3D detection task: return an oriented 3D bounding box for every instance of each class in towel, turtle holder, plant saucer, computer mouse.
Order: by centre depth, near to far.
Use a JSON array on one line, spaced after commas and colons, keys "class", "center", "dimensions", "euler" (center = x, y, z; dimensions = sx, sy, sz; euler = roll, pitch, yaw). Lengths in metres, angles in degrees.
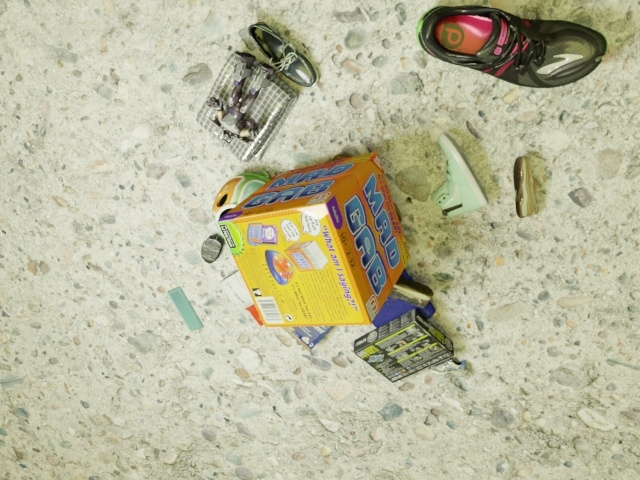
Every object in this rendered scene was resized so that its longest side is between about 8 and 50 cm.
[{"class": "towel", "center": [-0.239, -0.410, 1.606], "dimensions": [0.235, 0.121, 0.284], "euler": [38, 116, 0]}, {"class": "turtle holder", "center": [-0.225, -0.055, 1.680], "dimensions": [0.243, 0.227, 0.321], "euler": [-7, 108, 18]}, {"class": "towel", "center": [0.220, 0.165, 1.730], "dimensions": [0.227, 0.076, 0.308], "euler": [-31, 100, 31]}, {"class": "computer mouse", "center": [-0.368, -0.024, 1.843], "dimensions": [0.071, 0.041, 0.242], "euler": [26, 109, -5]}, {"class": "plant saucer", "center": [-0.533, 0.273, 2.011], "dimensions": [0.067, 0.018, 0.192], "euler": [-22, 102, 22]}]

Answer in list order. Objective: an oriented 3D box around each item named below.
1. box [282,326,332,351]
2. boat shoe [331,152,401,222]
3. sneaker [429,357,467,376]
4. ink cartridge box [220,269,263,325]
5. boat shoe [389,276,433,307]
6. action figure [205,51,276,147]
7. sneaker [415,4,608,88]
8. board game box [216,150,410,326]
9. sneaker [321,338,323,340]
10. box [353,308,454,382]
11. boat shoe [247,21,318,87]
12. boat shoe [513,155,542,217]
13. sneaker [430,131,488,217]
[{"class": "box", "center": [-0.016, 0.274, 1.828], "dimensions": [0.136, 0.036, 0.225], "euler": [41, 101, -1]}, {"class": "boat shoe", "center": [0.145, -0.149, 1.606], "dimensions": [0.307, 0.104, 0.110], "euler": [45, 116, -4]}, {"class": "sneaker", "center": [0.444, 0.435, 1.784], "dimensions": [0.135, 0.052, 0.058], "euler": [1, 101, 8]}, {"class": "ink cartridge box", "center": [-0.230, 0.199, 1.876], "dimensions": [0.189, 0.066, 0.232], "euler": [-31, 95, 24]}, {"class": "boat shoe", "center": [0.243, 0.155, 1.624], "dimensions": [0.223, 0.080, 0.073], "euler": [20, 115, 6]}, {"class": "action figure", "center": [-0.241, -0.398, 1.498], "dimensions": [0.185, 0.099, 0.285], "euler": [28, 117, 1]}, {"class": "sneaker", "center": [0.481, -0.497, 1.323], "dimensions": [0.482, 0.202, 0.185], "euler": [11, 114, 12]}, {"class": "board game box", "center": [0.000, 0.000, 1.472], "dimensions": [0.356, 0.356, 0.357], "euler": [-7, 115, 33]}, {"class": "sneaker", "center": [-0.021, 0.321, 1.871], "dimensions": [0.098, 0.038, 0.069], "euler": [33, 116, 1]}, {"class": "box", "center": [0.282, 0.366, 1.742], "dimensions": [0.216, 0.060, 0.270], "euler": [41, 124, -22]}, {"class": "boat shoe", "center": [-0.113, -0.557, 1.536], "dimensions": [0.095, 0.079, 0.254], "euler": [-41, 96, 25]}, {"class": "boat shoe", "center": [0.611, -0.160, 1.499], "dimensions": [0.072, 0.068, 0.190], "euler": [-10, 118, 6]}, {"class": "sneaker", "center": [0.380, -0.185, 1.533], "dimensions": [0.151, 0.094, 0.256], "euler": [-26, 100, 26]}]
